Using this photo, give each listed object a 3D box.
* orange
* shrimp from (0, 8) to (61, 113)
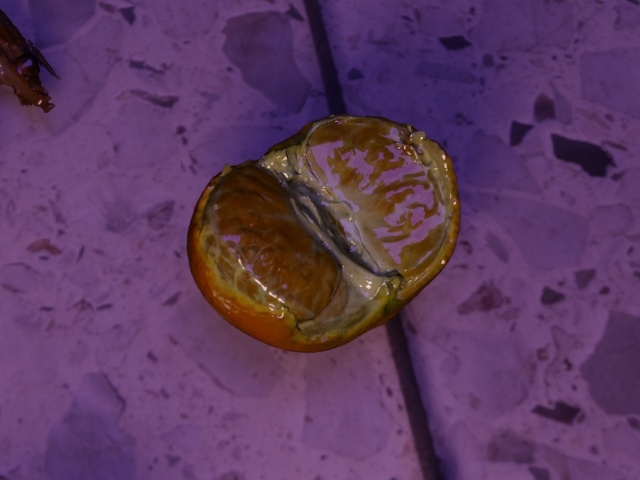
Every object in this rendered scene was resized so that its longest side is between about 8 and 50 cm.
[{"bbox_3d":[0.001,0.001,1.391,0.237,0.158,0.179,-32,71,-22],"label":"orange"},{"bbox_3d":[-0.370,-0.193,1.519,0.152,0.063,0.287,-39,68,-23],"label":"shrimp"}]
